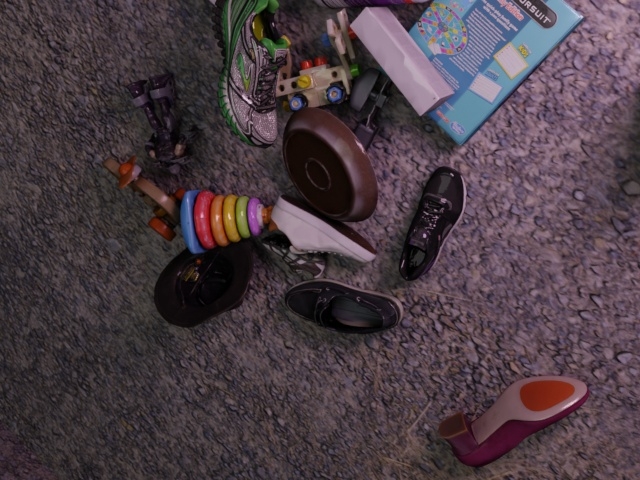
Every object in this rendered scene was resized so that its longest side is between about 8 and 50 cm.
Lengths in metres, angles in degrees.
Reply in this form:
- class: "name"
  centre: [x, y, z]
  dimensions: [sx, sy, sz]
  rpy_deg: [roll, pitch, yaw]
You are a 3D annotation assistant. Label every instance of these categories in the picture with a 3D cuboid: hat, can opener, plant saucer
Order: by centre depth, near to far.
- class: "can opener"
  centre: [0.087, -0.272, 1.375]
  dimensions: [0.095, 0.076, 0.283]
  rpy_deg: [31, 119, 5]
- class: "plant saucer"
  centre: [0.007, -0.167, 1.379]
  dimensions: [0.311, 0.050, 0.310]
  rpy_deg: [36, 146, 29]
- class: "hat"
  centre: [-0.306, 0.136, 1.640]
  dimensions: [0.332, 0.331, 0.134]
  rpy_deg: [-6, 142, 27]

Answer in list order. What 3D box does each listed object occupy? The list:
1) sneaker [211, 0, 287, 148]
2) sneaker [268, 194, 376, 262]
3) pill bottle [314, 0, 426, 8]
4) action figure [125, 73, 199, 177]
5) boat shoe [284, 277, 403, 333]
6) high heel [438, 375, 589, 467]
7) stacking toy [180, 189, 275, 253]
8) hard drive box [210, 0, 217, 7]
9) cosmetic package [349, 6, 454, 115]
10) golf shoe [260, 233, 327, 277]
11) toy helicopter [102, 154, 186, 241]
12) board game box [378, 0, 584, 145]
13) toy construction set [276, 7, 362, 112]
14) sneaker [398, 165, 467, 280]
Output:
- class: "sneaker"
  centre: [-0.144, -0.375, 1.273]
  dimensions: [0.147, 0.134, 0.343]
  rpy_deg: [4, 109, 36]
- class: "sneaker"
  centre: [0.000, 0.000, 1.478]
  dimensions: [0.290, 0.106, 0.123]
  rpy_deg: [29, 106, 10]
- class: "pill bottle"
  centre: [0.086, -0.585, 1.204]
  dimensions: [0.323, 0.182, 0.181]
  rpy_deg: [11, 111, 33]
- class: "action figure"
  centre: [-0.435, -0.313, 1.614]
  dimensions: [0.186, 0.099, 0.284]
  rpy_deg: [-7, 107, 21]
- class: "boat shoe"
  centre: [0.041, 0.186, 1.527]
  dimensions: [0.341, 0.113, 0.127]
  rpy_deg: [11, 111, 23]
- class: "high heel"
  centre: [0.494, 0.453, 1.422]
  dimensions: [0.378, 0.127, 0.181]
  rpy_deg: [-26, 122, 26]
- class: "stacking toy"
  centre: [-0.209, -0.063, 1.560]
  dimensions: [0.302, 0.166, 0.175]
  rpy_deg: [-5, 94, 8]
- class: "hard drive box"
  centre: [-0.228, -0.679, 1.394]
  dimensions: [0.232, 0.089, 0.181]
  rpy_deg: [43, 120, 7]
- class: "cosmetic package"
  centre: [0.170, -0.375, 1.198]
  dimensions: [0.060, 0.099, 0.239]
  rpy_deg: [-39, 86, 36]
- class: "golf shoe"
  centre: [-0.079, 0.045, 1.562]
  dimensions: [0.198, 0.077, 0.093]
  rpy_deg: [19, 120, 25]
- class: "toy helicopter"
  centre: [-0.528, -0.160, 1.650]
  dimensions: [0.355, 0.235, 0.140]
  rpy_deg: [31, 77, 33]
- class: "board game box"
  centre: [0.328, -0.411, 1.213]
  dimensions: [0.254, 0.079, 0.336]
  rpy_deg: [46, 120, 7]
- class: "toy construction set"
  centre: [-0.029, -0.417, 1.358]
  dimensions: [0.328, 0.151, 0.214]
  rpy_deg: [-4, 105, 38]
- class: "sneaker"
  centre: [0.259, -0.030, 1.343]
  dimensions: [0.107, 0.124, 0.283]
  rpy_deg: [22, 114, 18]
